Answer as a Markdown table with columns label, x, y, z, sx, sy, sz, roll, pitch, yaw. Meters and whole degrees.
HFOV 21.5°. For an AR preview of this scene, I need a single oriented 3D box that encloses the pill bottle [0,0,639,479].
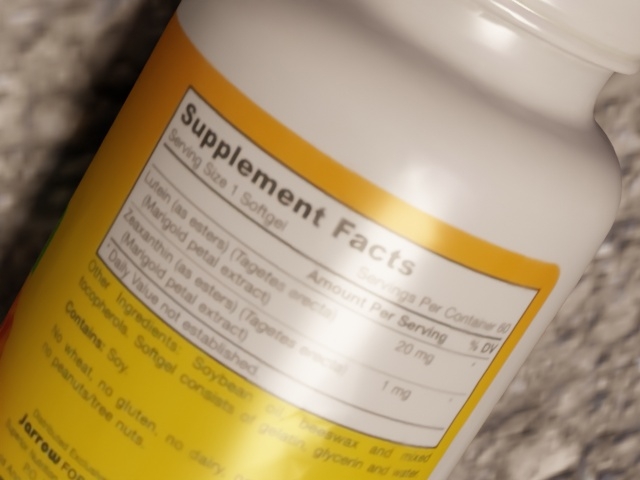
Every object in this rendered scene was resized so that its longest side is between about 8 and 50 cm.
| label | x | y | z | sx | sy | sz | roll | pitch | yaw |
| --- | --- | --- | --- | --- | --- | --- | --- | --- | --- |
| pill bottle | 0.000 | 0.000 | 0.485 | 0.136 | 0.136 | 0.246 | 19 | 110 | -37 |
